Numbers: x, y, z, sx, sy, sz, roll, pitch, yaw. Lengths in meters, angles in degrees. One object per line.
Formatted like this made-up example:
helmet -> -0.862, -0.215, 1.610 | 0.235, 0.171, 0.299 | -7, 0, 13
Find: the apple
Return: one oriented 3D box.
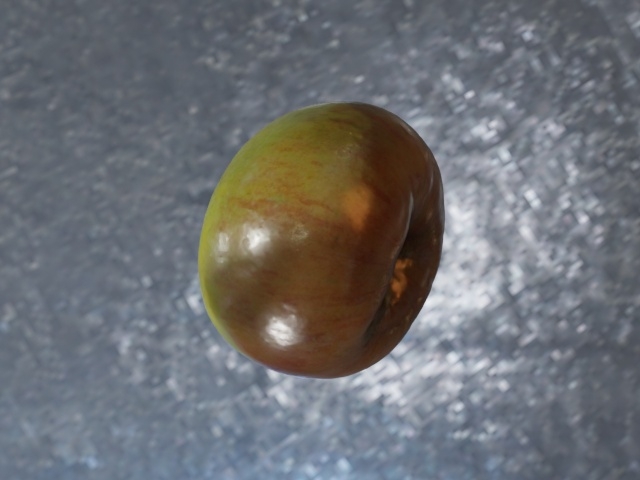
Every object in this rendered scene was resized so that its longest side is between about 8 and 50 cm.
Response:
apple -> 0.000, 0.000, 1.776 | 0.194, 0.261, 0.260 | 16, 121, 24
